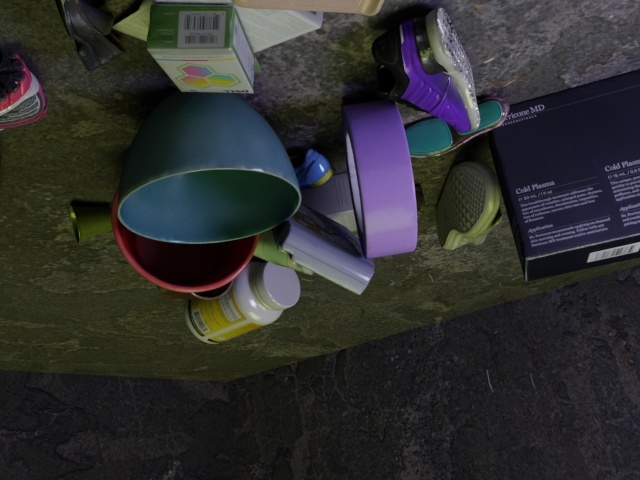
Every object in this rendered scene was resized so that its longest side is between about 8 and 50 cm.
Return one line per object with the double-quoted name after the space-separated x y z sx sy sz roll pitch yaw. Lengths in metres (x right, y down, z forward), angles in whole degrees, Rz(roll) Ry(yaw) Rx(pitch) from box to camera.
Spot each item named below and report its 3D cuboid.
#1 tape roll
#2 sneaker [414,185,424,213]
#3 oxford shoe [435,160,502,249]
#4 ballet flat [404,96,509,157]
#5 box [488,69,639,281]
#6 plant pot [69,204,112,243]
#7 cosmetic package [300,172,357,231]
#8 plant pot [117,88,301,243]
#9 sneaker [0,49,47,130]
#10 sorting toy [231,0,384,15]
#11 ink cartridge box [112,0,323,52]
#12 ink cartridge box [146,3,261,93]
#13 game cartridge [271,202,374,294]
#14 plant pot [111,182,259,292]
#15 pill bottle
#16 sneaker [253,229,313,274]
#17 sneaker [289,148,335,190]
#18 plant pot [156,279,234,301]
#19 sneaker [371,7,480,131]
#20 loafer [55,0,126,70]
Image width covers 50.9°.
0.101 -0.109 1.198 0.090 0.275 0.275 -10 160 -1 "tape roll"
0.172 -0.068 1.635 0.066 0.071 0.188 9 153 -41 "sneaker"
0.362 -0.078 1.563 0.130 0.169 0.449 -6 167 0 "oxford shoe"
0.259 -0.214 1.295 0.221 0.077 0.079 -20 177 27 "ballet flat"
0.527 -0.122 1.296 0.343 0.313 0.179 -13 160 13 "box"
-0.482 -0.042 1.428 0.079 0.083 0.083 -13 163 -26 "plant pot"
-0.019 -0.067 1.517 0.237 0.107 0.127 -8 159 6 "cosmetic package"
-0.188 -0.137 1.110 0.290 0.196 0.290 -8 159 -3 "plant pot"
-0.544 -0.177 0.958 0.299 0.121 0.112 -10 162 1 "sneaker"
0.009 -0.353 0.774 0.208 0.038 0.193 -5 143 -30 "sorting toy"
-0.142 -0.311 0.904 0.189 0.066 0.232 11 173 -44 "ink cartridge box"
-0.152 -0.249 0.931 0.108 0.062 0.209 2 172 5 "ink cartridge box"
0.000 0.000 1.279 0.198 0.062 0.297 24 -167 -16 "game cartridge"
-0.276 -0.016 1.339 0.274 0.275 0.243 -2 169 -18 "plant pot"
-0.223 0.170 1.939 0.333 0.188 0.187 -24 155 37 "pill bottle"
-0.080 0.007 1.460 0.151 0.094 0.256 20 179 14 "sneaker"
-0.060 -0.137 1.382 0.082 0.069 0.209 43 146 -21 "sneaker"
-0.329 0.082 1.715 0.167 0.167 0.165 7 162 -38 "plant pot"
0.166 -0.260 1.093 0.146 0.102 0.293 -13 155 21 "sneaker"
-0.300 -0.286 0.871 0.061 0.062 0.170 -19 169 -8 "loafer"
